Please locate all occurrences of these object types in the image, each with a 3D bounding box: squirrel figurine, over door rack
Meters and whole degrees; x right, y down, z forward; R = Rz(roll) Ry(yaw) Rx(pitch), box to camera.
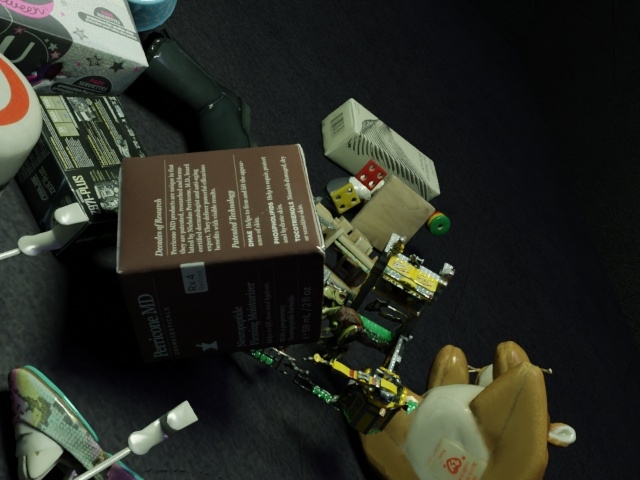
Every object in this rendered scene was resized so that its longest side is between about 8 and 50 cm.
[{"bbox_3d":[0.269,0.356,1.122,0.370,0.281,0.396,14,64,-62],"label":"squirrel figurine"},{"bbox_3d":[-0.302,0.139,0.597,0.324,0.108,0.239,-27,83,-38],"label":"over door rack"}]

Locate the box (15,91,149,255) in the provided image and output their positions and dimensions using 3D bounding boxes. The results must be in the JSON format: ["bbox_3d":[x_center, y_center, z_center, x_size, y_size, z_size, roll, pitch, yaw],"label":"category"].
[{"bbox_3d":[-0.287,-0.087,0.883,0.147,0.078,0.180,-18,76,-58],"label":"box"}]

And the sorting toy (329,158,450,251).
[{"bbox_3d":[0.126,-0.056,1.387,0.275,0.132,0.046,33,12,-36],"label":"sorting toy"}]

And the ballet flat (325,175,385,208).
[{"bbox_3d":[0.092,-0.101,1.427,0.203,0.074,0.074,6,57,-52],"label":"ballet flat"}]

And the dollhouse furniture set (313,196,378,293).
[{"bbox_3d":[0.000,0.000,1.221,0.182,0.101,0.161,43,9,-19],"label":"dollhouse furniture set"}]

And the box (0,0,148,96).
[{"bbox_3d":[-0.364,-0.267,0.884,0.247,0.142,0.163,6,56,-51],"label":"box"}]

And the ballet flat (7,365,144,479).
[{"bbox_3d":[-0.235,0.220,0.686,0.221,0.077,0.079,50,51,-11],"label":"ballet flat"}]

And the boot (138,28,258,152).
[{"bbox_3d":[-0.199,-0.198,1.090,0.207,0.094,0.246,38,29,-34],"label":"boot"}]

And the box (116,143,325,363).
[{"bbox_3d":[-0.108,0.014,0.795,0.203,0.168,0.167,-7,49,-7],"label":"box"}]

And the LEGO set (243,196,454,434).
[{"bbox_3d":[0.023,0.071,0.947,0.331,0.192,0.255,35,37,9],"label":"LEGO set"}]

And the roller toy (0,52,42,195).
[{"bbox_3d":[-0.392,-0.113,0.699,0.209,0.146,0.191,26,32,-34],"label":"roller toy"}]

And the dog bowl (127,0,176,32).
[{"bbox_3d":[-0.328,-0.444,1.044,0.297,0.074,0.166,42,63,-19],"label":"dog bowl"}]

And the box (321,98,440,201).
[{"bbox_3d":[0.130,-0.175,1.524,0.275,0.094,0.113,29,40,-36],"label":"box"}]
